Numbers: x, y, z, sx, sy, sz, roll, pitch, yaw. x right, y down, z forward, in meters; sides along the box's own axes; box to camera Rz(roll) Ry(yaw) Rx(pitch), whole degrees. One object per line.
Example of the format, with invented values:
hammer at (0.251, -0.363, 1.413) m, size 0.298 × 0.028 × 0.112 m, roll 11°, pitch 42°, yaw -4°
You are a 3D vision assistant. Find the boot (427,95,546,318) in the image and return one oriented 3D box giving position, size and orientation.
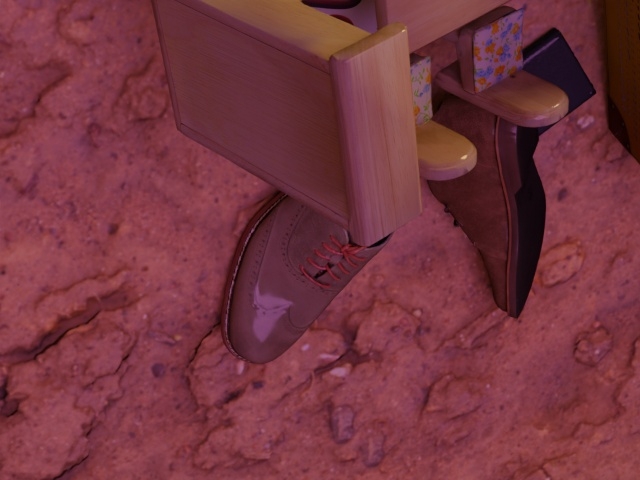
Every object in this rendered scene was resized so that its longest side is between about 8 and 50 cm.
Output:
boot at (0.191, -0.041, 1.619) m, size 0.115 × 0.112 × 0.305 m, roll 6°, pitch 131°, yaw 21°

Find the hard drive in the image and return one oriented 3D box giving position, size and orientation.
hard drive at (0.238, -0.165, 1.613) m, size 0.135 × 0.022 × 0.094 m, roll -36°, pitch 116°, yaw 1°

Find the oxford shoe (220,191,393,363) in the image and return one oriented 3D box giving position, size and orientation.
oxford shoe at (0.000, 0.000, 1.553) m, size 0.123 × 0.130 × 0.348 m, roll 24°, pitch 103°, yaw -23°

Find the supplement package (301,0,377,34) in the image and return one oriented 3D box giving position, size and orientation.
supplement package at (-0.021, -0.293, 1.378) m, size 0.203 × 0.149 × 0.194 m, roll -4°, pitch 115°, yaw -44°

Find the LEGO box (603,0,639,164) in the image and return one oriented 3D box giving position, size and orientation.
LEGO box at (0.499, -0.321, 1.469) m, size 0.372 × 0.193 × 0.500 m, roll -18°, pitch 129°, yaw -7°

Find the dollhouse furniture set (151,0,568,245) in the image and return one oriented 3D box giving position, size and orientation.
dollhouse furniture set at (0.091, -0.201, 1.233) m, size 0.394 × 0.256 × 0.362 m, roll -31°, pitch 132°, yaw -28°
